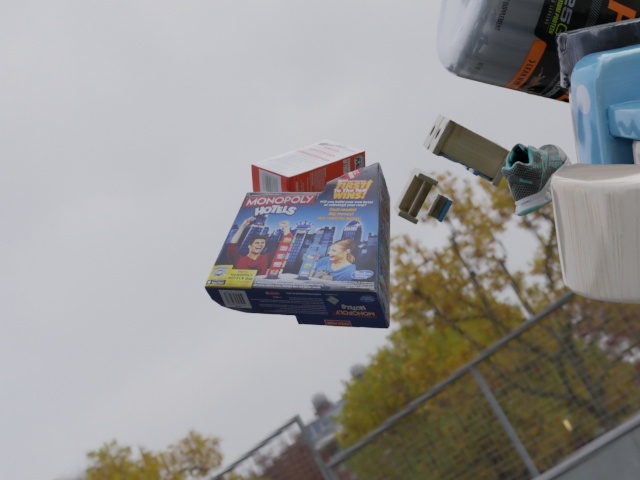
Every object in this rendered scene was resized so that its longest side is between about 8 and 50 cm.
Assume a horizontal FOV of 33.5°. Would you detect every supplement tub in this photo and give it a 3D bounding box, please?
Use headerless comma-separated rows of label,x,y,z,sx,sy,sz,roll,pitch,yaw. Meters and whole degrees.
supplement tub,0.324,-0.262,1.259,0.338,0.207,0.207,11,-33,-9

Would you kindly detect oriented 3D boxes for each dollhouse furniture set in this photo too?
dollhouse furniture set,0.227,-0.107,1.852,0.183,0.129,0.129,-62,7,10

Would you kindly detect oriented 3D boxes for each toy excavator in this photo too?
toy excavator,0.330,-0.078,0.879,0.433,0.222,0.445,-12,10,-12

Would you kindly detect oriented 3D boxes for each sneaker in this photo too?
sneaker,0.280,-0.100,1.391,0.065,0.076,0.166,-25,15,31

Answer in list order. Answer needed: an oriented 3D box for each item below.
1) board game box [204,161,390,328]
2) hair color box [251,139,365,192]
board game box,0.000,0.000,1.152,0.194,0.194,0.060,2,-44,23
hair color box,-0.017,-0.110,1.698,0.167,0.093,0.053,-23,-59,-37
